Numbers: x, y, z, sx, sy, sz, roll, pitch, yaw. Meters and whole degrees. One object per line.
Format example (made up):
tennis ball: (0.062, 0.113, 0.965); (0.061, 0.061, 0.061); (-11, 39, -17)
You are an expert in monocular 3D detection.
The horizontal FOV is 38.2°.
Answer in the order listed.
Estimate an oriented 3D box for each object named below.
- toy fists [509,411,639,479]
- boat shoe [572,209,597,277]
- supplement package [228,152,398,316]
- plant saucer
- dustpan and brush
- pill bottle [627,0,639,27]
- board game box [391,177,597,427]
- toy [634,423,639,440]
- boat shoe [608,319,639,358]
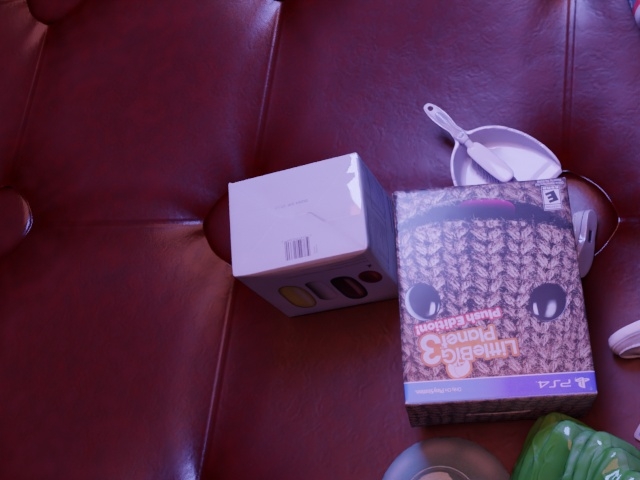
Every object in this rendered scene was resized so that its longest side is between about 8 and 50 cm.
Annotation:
toy fists: (0.302, 0.284, 1.071); (0.096, 0.279, 0.142); (17, 87, -5)
boat shoe: (0.358, 0.005, 1.284); (0.035, 0.035, 0.100); (-4, 69, 49)
supplement package: (0.000, 0.000, 1.325); (0.194, 0.203, 0.149); (-12, 66, 17)
plant saucer: (0.161, 0.352, 1.214); (0.195, 0.037, 0.194); (-7, 67, 18)
dustpan and brush: (0.231, -0.130, 1.369); (0.147, 0.060, 0.211); (-44, 61, 0)
pill bottle: (0.490, -0.405, 1.354); (0.108, 0.108, 0.180); (-17, 63, 14)
board game box: (0.220, 0.084, 1.218); (0.232, 0.141, 0.290); (-5, 67, 7)
toy: (0.478, 0.180, 1.089); (0.137, 0.056, 0.237); (33, 111, 28)
boat shoe: (0.455, 0.128, 1.159); (0.184, 0.066, 0.063); (-16, 59, 27)
